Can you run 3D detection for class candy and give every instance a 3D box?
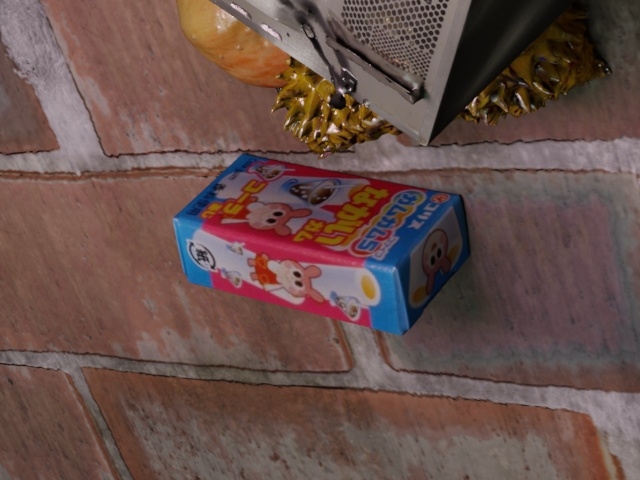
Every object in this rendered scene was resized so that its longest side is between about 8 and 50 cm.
[{"bbox_3d":[0.000,-0.001,2.006,0.306,0.157,0.100,14,130,30],"label":"candy"}]

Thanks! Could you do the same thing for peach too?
[{"bbox_3d":[-0.044,-0.265,1.791,0.232,0.232,0.232,21,133,24],"label":"peach"}]

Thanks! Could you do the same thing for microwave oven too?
[{"bbox_3d":[0.024,-0.347,1.544,0.432,0.374,0.236,35,147,16],"label":"microwave oven"}]

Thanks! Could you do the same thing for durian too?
[{"bbox_3d":[0.108,-0.172,1.712,0.341,0.112,0.191,-12,140,9],"label":"durian"}]

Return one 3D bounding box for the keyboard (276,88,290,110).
[{"bbox_3d":[0.042,-0.190,1.927,0.250,0.017,0.087,-11,116,43],"label":"keyboard"}]
